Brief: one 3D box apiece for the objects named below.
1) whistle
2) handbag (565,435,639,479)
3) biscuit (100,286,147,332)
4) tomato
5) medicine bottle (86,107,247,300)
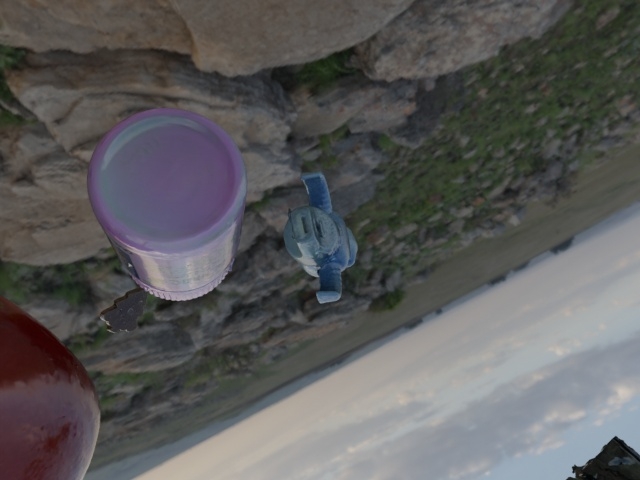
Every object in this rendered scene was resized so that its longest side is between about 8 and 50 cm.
[{"bbox_3d":[0.000,0.000,0.892,0.093,0.180,0.269,-8,172,6],"label":"whistle"},{"bbox_3d":[0.438,0.464,0.826,0.325,0.327,0.163,-13,142,-50],"label":"handbag"},{"bbox_3d":[-0.322,0.113,1.042,0.092,0.016,0.082,-56,146,-5],"label":"biscuit"},{"bbox_3d":[-0.384,0.189,0.622,0.325,0.293,0.290,-6,144,45],"label":"tomato"},{"bbox_3d":[-0.190,-0.030,0.821,0.178,0.178,0.291,-25,169,-17],"label":"medicine bottle"}]
